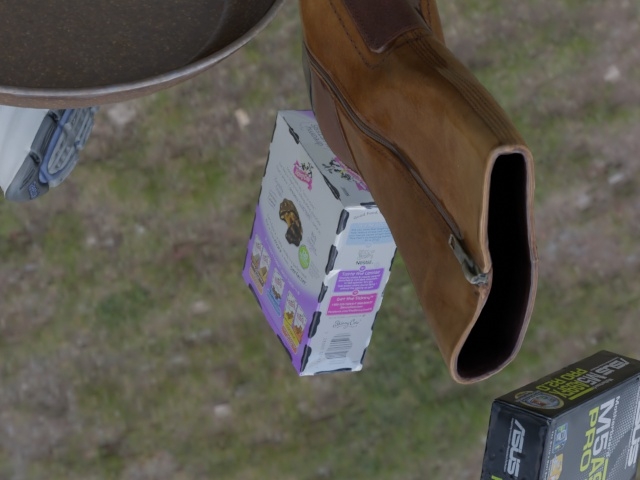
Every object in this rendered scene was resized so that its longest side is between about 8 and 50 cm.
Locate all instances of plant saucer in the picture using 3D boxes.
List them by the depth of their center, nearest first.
[{"bbox_3d":[-0.108,-0.113,0.610,0.199,0.198,0.036,-5,138,-15],"label":"plant saucer"}]

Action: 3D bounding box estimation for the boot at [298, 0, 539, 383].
[{"bbox_3d":[0.038,-0.108,0.795,0.096,0.280,0.264,-3,125,-12],"label":"boot"}]

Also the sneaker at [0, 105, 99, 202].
[{"bbox_3d":[-0.187,-0.180,1.057,0.111,0.129,0.297,53,62,-80],"label":"sneaker"}]

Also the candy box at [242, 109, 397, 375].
[{"bbox_3d":[0.000,0.000,1.468,0.070,0.165,0.196,-4,128,-25],"label":"candy box"}]

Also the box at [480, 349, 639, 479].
[{"bbox_3d":[0.215,0.253,1.430,0.216,0.060,0.270,-12,114,-52],"label":"box"}]
